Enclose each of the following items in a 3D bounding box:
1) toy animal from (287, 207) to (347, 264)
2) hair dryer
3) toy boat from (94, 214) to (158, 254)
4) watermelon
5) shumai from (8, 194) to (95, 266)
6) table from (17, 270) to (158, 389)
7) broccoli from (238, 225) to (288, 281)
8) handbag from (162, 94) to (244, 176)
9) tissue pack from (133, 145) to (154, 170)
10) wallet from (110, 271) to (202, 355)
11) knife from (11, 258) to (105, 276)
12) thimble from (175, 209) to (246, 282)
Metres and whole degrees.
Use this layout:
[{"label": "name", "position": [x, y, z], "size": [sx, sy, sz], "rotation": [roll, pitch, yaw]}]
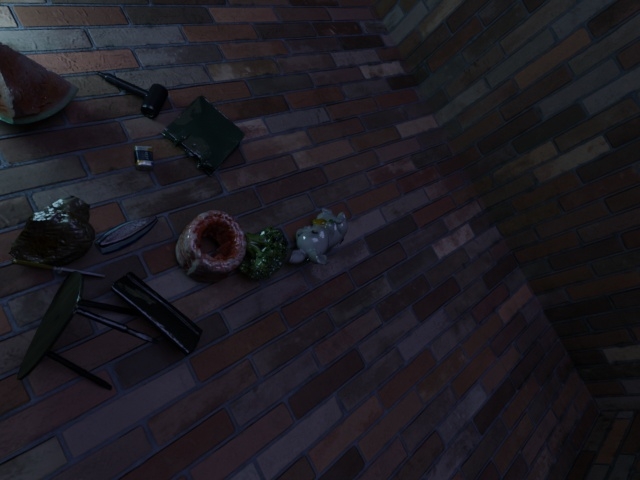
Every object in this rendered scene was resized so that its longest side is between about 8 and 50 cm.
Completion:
[{"label": "toy animal", "position": [-0.005, -0.003, 1.802], "size": [0.325, 0.208, 0.154], "rotation": [-69, 152, -43]}, {"label": "hair dryer", "position": [-0.726, -0.567, 1.650], "size": [0.255, 0.070, 0.128], "rotation": [19, 61, -18]}, {"label": "toy boat", "position": [-0.649, -0.032, 1.477], "size": [0.229, 0.046, 0.080], "rotation": [-35, 89, -37]}, {"label": "watermelon", "position": [-1.009, -0.498, 1.349], "size": [0.292, 0.319, 0.222], "rotation": [20, 88, 16]}, {"label": "shumai", "position": [-0.790, -0.024, 1.336], "size": [0.184, 0.218, 0.185], "rotation": [44, 14, -16]}, {"label": "table", "position": [-0.644, 0.254, 1.259], "size": [0.249, 0.317, 0.318], "rotation": [34, 54, -34]}, {"label": "broccoli", "position": [-0.215, 0.044, 1.642], "size": [0.176, 0.197, 0.227], "rotation": [10, 71, -46]}, {"label": "handbag", "position": [-0.464, -0.422, 1.746], "size": [0.247, 0.079, 0.260], "rotation": [40, 54, -13]}, {"label": "tissue pack", "position": [-0.649, -0.303, 1.592], "size": [0.062, 0.042, 0.083], "rotation": [-2, 71, -32]}, {"label": "wallet", "position": [-0.516, 0.226, 1.394], "size": [0.044, 0.170, 0.321], "rotation": [-43, 101, 7]}, {"label": "knife", "position": [-0.775, 0.089, 1.297], "size": [0.256, 0.046, 0.022], "rotation": [21, 68, -51]}, {"label": "thimble", "position": [-0.391, 0.026, 1.554], "size": [0.239, 0.162, 0.239], "rotation": [15, 63, -32]}]
